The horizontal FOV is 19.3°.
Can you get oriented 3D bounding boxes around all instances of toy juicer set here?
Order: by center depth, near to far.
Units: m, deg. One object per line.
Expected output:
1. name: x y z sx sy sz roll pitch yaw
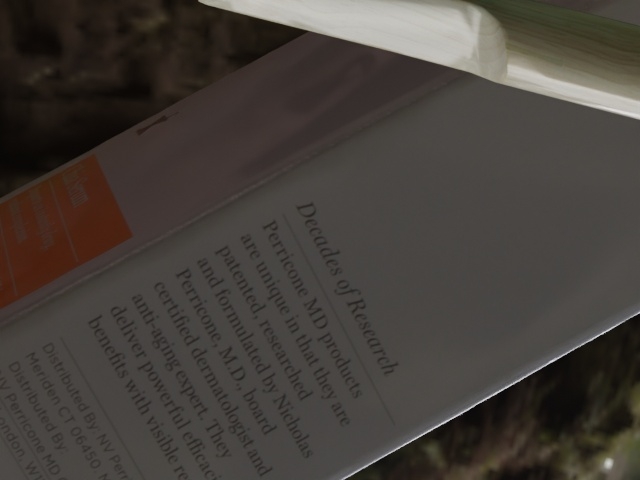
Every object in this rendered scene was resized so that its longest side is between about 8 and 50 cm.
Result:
1. toy juicer set: 0.118 -0.159 0.576 0.209 0.329 0.089 34 -145 4

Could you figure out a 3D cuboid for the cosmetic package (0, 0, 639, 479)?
1. cosmetic package: 0.000 0.000 0.986 0.453 0.161 0.230 -29 -161 -5
